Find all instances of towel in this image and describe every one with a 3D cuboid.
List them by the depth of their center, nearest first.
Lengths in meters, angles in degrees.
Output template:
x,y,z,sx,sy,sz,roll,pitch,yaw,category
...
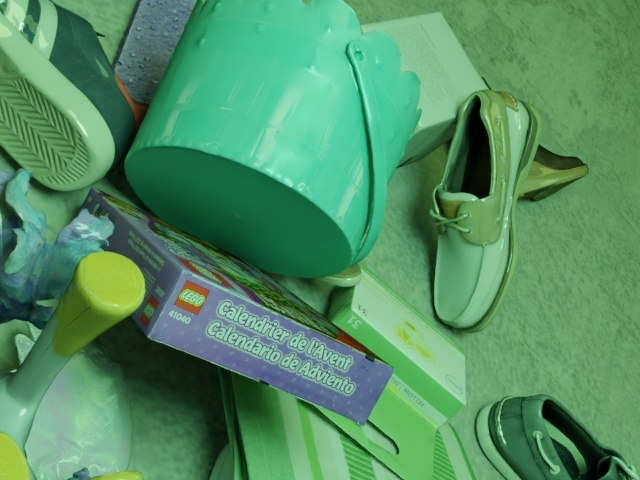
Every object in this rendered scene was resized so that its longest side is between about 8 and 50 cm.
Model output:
x,y,z,sx,sy,sz,roll,pitch,yaw,category
0.044,0.220,0.873,0.324,0.038,0.248,26,28,-29,towel

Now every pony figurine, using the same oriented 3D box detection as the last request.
x,y,z,sx,sy,sz,roll,pitch,yaw,category
-0.231,0.130,0.585,0.302,0.363,0.351,4,45,-31,pony figurine

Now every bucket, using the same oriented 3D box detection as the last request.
x,y,z,sx,sy,sz,roll,pitch,yaw,category
-0.047,-0.097,0.887,0.281,0.281,0.183,31,66,-21,bucket

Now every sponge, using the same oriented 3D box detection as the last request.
x,y,z,sx,sy,sz,roll,pitch,yaw,category
-0.176,-0.204,1.030,0.117,0.031,0.210,28,48,-23,sponge

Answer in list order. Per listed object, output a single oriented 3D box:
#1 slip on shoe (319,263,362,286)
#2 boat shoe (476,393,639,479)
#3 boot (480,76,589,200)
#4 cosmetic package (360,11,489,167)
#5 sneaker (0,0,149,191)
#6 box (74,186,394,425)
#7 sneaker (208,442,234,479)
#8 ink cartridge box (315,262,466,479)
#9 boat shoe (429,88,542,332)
x,y,z,sx,sy,sz,roll,pitch,yaw,category
0.000,0.000,0.996,0.051,0.041,0.135,-12,41,-30,slip on shoe
0.330,0.302,1.081,0.319,0.099,0.116,43,43,-10,boat shoe
0.297,-0.164,1.363,0.248,0.090,0.207,-12,74,-40,boot
0.098,-0.188,1.165,0.183,0.151,0.151,-23,81,-45,cosmetic package
-0.307,-0.210,0.867,0.350,0.131,0.148,52,35,-8,sneaker
-0.091,0.047,0.769,0.201,0.293,0.057,27,91,-30,box
-0.053,0.268,0.781,0.080,0.094,0.212,22,51,-27,sneaker
0.078,0.138,0.945,0.171,0.056,0.235,41,21,-9,ink cartridge box
0.185,-0.038,1.109,0.103,0.113,0.302,13,87,-42,boat shoe
